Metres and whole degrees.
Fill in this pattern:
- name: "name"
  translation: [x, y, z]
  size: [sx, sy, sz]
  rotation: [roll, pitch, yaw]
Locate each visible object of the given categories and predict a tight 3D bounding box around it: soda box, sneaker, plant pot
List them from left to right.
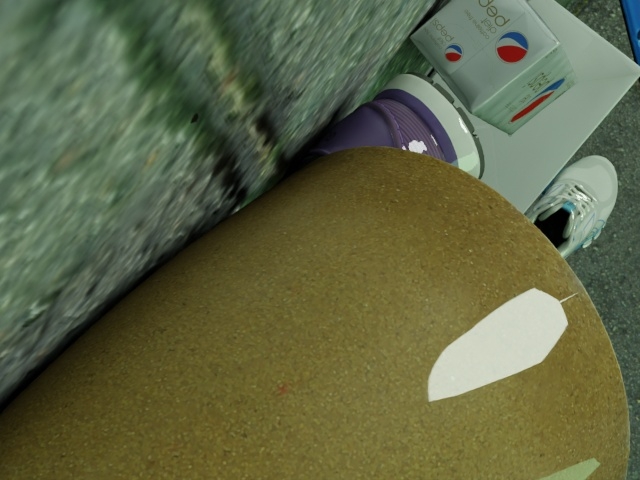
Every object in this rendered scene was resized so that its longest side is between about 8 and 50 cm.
- name: "plant pot"
  translation: [-0.036, 0.106, 0.445]
  size: [0.254, 0.237, 0.237]
  rotation: [-25, 159, -42]
- name: "sneaker"
  translation: [0.000, 0.000, 0.693]
  size: [0.124, 0.107, 0.283]
  rotation: [-35, 165, -23]
- name: "soda box"
  translation: [0.133, -0.130, 0.753]
  size: [0.074, 0.069, 0.216]
  rotation: [-39, 170, 15]
- name: "sneaker"
  translation: [0.229, -0.020, 0.964]
  size: [0.191, 0.071, 0.083]
  rotation: [-47, 170, -27]

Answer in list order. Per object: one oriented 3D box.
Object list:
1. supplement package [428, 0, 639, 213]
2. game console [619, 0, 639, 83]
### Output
- name: "supplement package"
  translation: [0.190, -0.135, 1.015]
  size: [0.194, 0.149, 0.203]
  rotation: [-51, 176, 15]
- name: "game console"
  translation: [0.372, -0.302, 1.056]
  size: [0.173, 0.293, 0.250]
  rotation: [-16, -150, 14]
